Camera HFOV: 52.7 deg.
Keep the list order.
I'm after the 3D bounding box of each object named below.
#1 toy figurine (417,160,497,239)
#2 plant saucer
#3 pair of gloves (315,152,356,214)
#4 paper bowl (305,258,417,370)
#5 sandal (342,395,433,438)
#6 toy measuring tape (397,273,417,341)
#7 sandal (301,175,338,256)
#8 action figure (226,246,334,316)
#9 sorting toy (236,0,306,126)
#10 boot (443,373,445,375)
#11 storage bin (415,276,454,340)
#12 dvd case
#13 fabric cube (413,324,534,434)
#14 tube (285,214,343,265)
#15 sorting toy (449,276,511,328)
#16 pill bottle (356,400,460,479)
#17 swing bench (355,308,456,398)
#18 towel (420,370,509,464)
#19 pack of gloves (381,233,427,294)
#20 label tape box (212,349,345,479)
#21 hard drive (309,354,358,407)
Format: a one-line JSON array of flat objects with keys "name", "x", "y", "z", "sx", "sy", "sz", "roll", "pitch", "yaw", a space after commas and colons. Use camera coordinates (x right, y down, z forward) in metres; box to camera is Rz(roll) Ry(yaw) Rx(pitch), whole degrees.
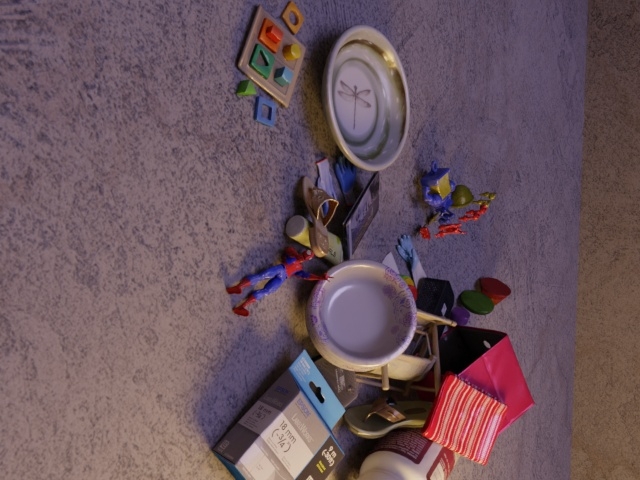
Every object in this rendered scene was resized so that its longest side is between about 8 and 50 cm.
[{"name": "toy figurine", "x": 0.434, "y": -0.177, "z": 2.158, "sx": 0.362, "sy": 0.191, "sz": 0.217, "roll": -39, "pitch": 115, "yaw": -45}, {"name": "plant saucer", "x": 0.109, "y": -0.392, "z": 1.814, "sx": 0.400, "sy": 0.101, "sz": 0.400, "roll": 0, "pitch": 90, "yaw": -50}, {"name": "pair of gloves", "x": 0.046, "y": -0.159, "z": 1.800, "sx": 0.198, "sy": 0.023, "sz": 0.159, "roll": -25, "pitch": 109, "yaw": -49}, {"name": "paper bowl", "x": 0.099, "y": 0.202, "z": 1.708, "sx": 0.284, "sy": 0.148, "sz": 0.284, "roll": 4, "pitch": 71, "yaw": -12}, {"name": "sandal", "x": 0.200, "y": 0.487, "z": 1.858, "sx": 0.303, "sy": 0.120, "sz": 0.086, "roll": -4, "pitch": 119, "yaw": -24}, {"name": "toy measuring tape", "x": 0.257, "y": 0.193, "z": 2.002, "sx": 0.330, "sy": 0.121, "sz": 0.121, "roll": 56, "pitch": 50, "yaw": -46}, {"name": "sandal", "x": 0.013, "y": -0.074, "z": 1.644, "sx": 0.088, "sy": 0.079, "sz": 0.240, "roll": 37, "pitch": 38, "yaw": -49}, {"name": "action figure", "x": -0.079, "y": 0.087, "z": 1.565, "sx": 0.280, "sy": 0.139, "sz": 0.091, "roll": -36, "pitch": 119, "yaw": -47}, {"name": "sorting toy", "x": -0.106, "y": -0.454, "z": 1.590, "sx": 0.196, "sy": 0.047, "sz": 0.347, "roll": 34, "pitch": 64, "yaw": -46}, {"name": "boot", "x": 0.459, "y": 0.463, "z": 2.251, "sx": 0.258, "sy": 0.095, "sz": 0.123, "roll": -27, "pitch": 111, "yaw": -42}, {"name": "storage bin", "x": 0.370, "y": 0.225, "z": 2.140, "sx": 0.180, "sy": 0.084, "sz": 0.122, "roll": -60, "pitch": 142, "yaw": -30}, {"name": "dvd case", "x": 0.118, "y": -0.070, "z": 1.840, "sx": 0.221, "sy": 0.018, "sz": 0.164, "roll": -57, "pitch": 157, "yaw": -33}, {"name": "fabric cube", "x": 0.473, "y": 0.454, "z": 2.060, "sx": 0.259, "sy": 0.254, "sz": 0.258, "roll": -31, "pitch": 103, "yaw": -26}, {"name": "tube", "x": 0.000, "y": 0.000, "z": 1.720, "sx": 0.070, "sy": 0.062, "sz": 0.240, "roll": -50, "pitch": 142, "yaw": 6}, {"name": "sorting toy", "x": 0.583, "y": 0.262, "z": 2.430, "sx": 0.366, "sy": 0.127, "sz": 0.126, "roll": -25, "pitch": 139, "yaw": -45}, {"name": "pill bottle", "x": 0.250, "y": 0.660, "z": 1.872, "sx": 0.392, "sy": 0.224, "sz": 0.224, "roll": -33, "pitch": 116, "yaw": -52}, {"name": "swing bench", "x": 0.240, "y": 0.320, "z": 1.890, "sx": 0.253, "sy": 0.165, "sz": 0.254, "roll": 22, "pitch": 74, "yaw": -36}, {"name": "towel", "x": 0.424, "y": 0.518, "z": 1.875, "sx": 0.275, "sy": 0.031, "sz": 0.198, "roll": 32, "pitch": 77, "yaw": -26}, {"name": "pack of gloves", "x": 0.286, "y": 0.110, "z": 2.081, "sx": 0.195, "sy": 0.046, "sz": 0.232, "roll": -54, "pitch": 129, "yaw": -36}, {"name": "label tape box", "x": -0.060, "y": 0.467, "z": 1.551, "sx": 0.333, "sy": 0.106, "sz": 0.240, "roll": -45, "pitch": 119, "yaw": -28}, {"name": "hard drive", "x": 0.001, "y": 0.389, "z": 1.723, "sx": 0.255, "sy": 0.054, "sz": 0.171, "roll": -20, "pitch": 105, "yaw": -48}]
